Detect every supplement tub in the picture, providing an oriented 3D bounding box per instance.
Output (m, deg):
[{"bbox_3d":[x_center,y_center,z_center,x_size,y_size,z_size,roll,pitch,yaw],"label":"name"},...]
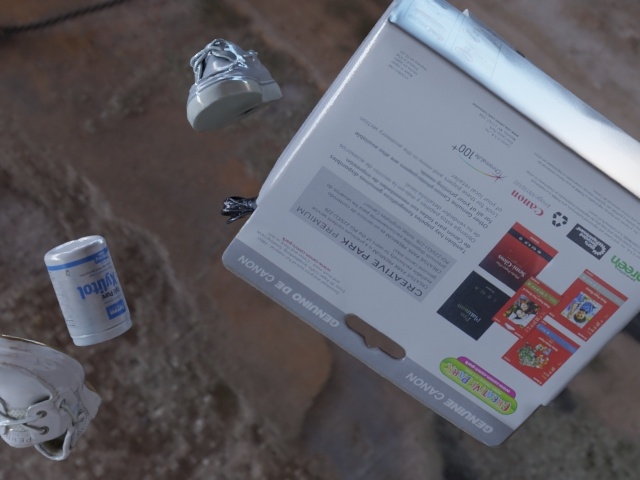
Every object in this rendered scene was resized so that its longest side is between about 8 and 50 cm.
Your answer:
[{"bbox_3d":[-0.255,0.054,1.509,0.071,0.107,0.071,-17,12,4],"label":"supplement tub"}]

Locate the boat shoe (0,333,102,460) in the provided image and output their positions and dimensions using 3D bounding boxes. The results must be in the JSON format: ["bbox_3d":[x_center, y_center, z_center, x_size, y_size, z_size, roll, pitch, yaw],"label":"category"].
[{"bbox_3d":[-0.300,0.172,1.438,0.277,0.098,0.096,68,-145,-65],"label":"boat shoe"}]

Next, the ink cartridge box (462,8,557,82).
[{"bbox_3d":[0.226,-0.192,1.866,0.148,0.203,0.086,-46,17,24],"label":"ink cartridge box"}]

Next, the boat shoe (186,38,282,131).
[{"bbox_3d":[-0.102,-0.167,1.438,0.079,0.081,0.227,-30,0,12],"label":"boat shoe"}]

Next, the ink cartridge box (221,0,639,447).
[{"bbox_3d":[0.115,-0.016,1.172,0.272,0.309,0.130,-51,6,29],"label":"ink cartridge box"}]

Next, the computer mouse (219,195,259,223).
[{"bbox_3d":[0.000,0.000,1.356,0.106,0.042,0.193,-15,-40,39],"label":"computer mouse"}]
